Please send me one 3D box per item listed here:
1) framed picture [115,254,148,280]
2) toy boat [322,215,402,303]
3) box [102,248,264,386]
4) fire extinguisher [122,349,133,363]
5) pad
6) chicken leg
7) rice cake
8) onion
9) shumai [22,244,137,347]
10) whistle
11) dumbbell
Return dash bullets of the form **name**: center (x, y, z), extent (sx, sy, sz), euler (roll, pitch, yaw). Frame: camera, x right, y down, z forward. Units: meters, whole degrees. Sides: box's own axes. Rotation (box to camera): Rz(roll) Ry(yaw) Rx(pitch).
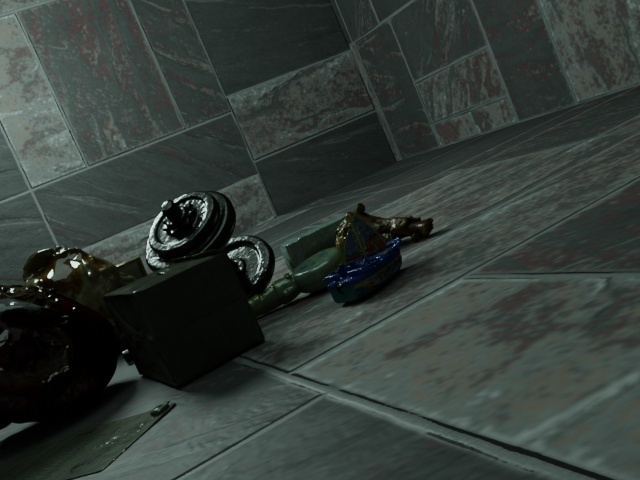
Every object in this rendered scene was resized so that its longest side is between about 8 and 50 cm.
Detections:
- **framed picture**: center (-0.464, 0.136, 1.738), extent (0.135, 0.201, 0.010), euler (-25, 44, -15)
- **toy boat**: center (0.069, 0.015, 1.100), extent (0.091, 0.110, 0.175), euler (-17, 7, 42)
- **box**: center (-0.215, 0.113, 1.109), extent (0.148, 0.156, 0.231), euler (-27, 8, -26)
- **fire extinguisher**: center (-0.326, 0.201, 1.358), extent (0.083, 0.025, 0.038), euler (-26, -16, -22)
- **pad**: center (-0.319, 0.264, 0.899), extent (0.264, 0.009, 0.159), euler (-21, 8, 24)
- **chicken leg**: center (0.112, -0.022, 1.364), extent (0.207, 0.101, 0.085), euler (-7, 46, 38)
- **rice cake**: center (0.000, 0.000, 1.647), extent (0.206, 0.069, 0.063), euler (-29, 8, -32)
- **onion**: center (-0.473, 0.186, 1.149), extent (0.313, 0.233, 0.314), euler (9, 12, -2)
- **shumai**: center (-0.509, 0.124, 1.596), extent (0.267, 0.263, 0.314), euler (-17, 8, 38)
- **whistle**: center (-0.038, 0.079, 1.253), extent (0.198, 0.057, 0.104), euler (-32, 13, -5)
- **dumbbell**: center (-0.203, 0.027, 1.358), extent (0.192, 0.290, 0.192), euler (-19, 44, 20)
